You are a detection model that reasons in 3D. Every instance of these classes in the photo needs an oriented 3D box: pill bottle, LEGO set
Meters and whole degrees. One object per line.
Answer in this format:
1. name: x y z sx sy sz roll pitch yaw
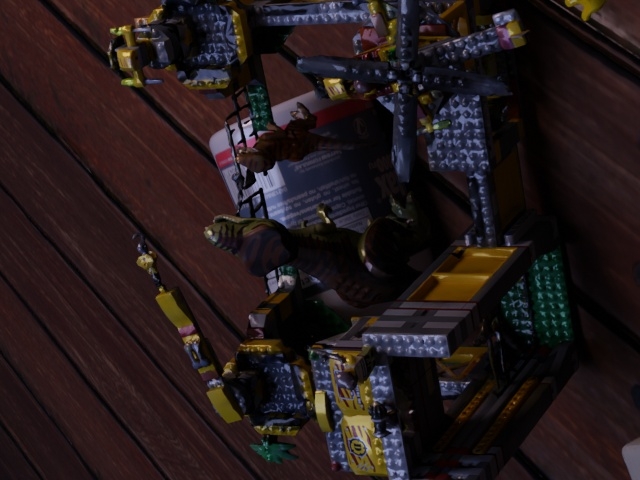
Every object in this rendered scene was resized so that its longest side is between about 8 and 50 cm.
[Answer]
1. pill bottle: 0.010 -0.001 1.227 0.180 0.108 0.108 68 158 -2
2. LEGO set: 0.000 0.000 1.043 0.255 0.192 0.331 8 116 25

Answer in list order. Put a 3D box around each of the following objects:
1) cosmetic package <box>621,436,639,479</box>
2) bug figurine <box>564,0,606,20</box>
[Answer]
1. cosmetic package: 0.263 0.117 0.768 0.160 0.113 0.309 66 157 3
2. bug figurine: 0.111 -0.205 0.859 0.279 0.072 0.216 38 149 43
